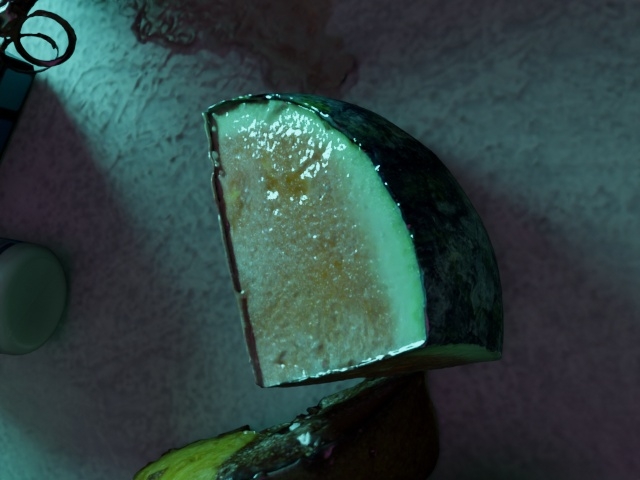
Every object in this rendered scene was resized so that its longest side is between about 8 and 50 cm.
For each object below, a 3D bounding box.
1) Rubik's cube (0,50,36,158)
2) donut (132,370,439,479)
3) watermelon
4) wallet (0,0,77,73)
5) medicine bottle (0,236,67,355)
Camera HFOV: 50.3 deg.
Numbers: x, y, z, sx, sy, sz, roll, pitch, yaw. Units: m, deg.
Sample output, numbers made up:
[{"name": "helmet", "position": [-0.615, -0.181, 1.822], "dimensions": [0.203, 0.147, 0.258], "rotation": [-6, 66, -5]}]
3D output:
[{"name": "Rubik's cube", "position": [-0.401, -0.137, 0.642], "dimensions": [0.163, 0.162, 0.161], "rotation": [29, 97, 14]}, {"name": "donut", "position": [-0.029, 0.206, 0.559], "dimensions": [0.294, 0.151, 0.112], "rotation": [-26, 94, 13]}, {"name": "watermelon", "position": [0.000, 0.000, 0.528], "dimensions": [0.318, 0.148, 0.226], "rotation": [40, 92, 17]}, {"name": "wallet", "position": [-0.210, -0.343, 0.589], "dimensions": [0.335, 0.068, 0.275], "rotation": [-40, 60, 26]}, {"name": "medicine bottle", "position": [-0.355, 0.043, 0.660], "dimensions": [0.191, 0.107, 0.107], "rotation": [8, 93, 15]}]
